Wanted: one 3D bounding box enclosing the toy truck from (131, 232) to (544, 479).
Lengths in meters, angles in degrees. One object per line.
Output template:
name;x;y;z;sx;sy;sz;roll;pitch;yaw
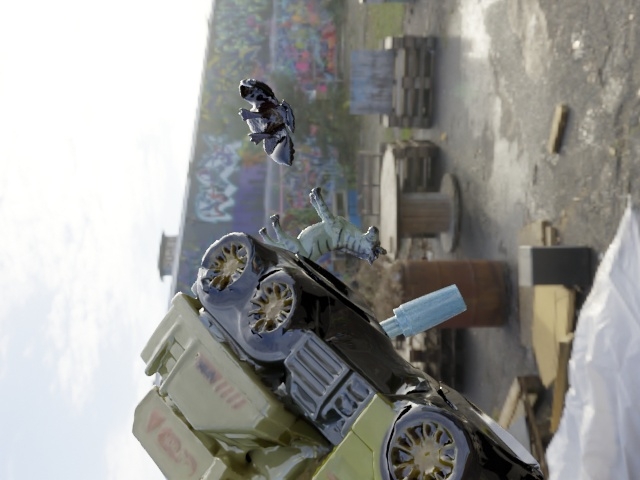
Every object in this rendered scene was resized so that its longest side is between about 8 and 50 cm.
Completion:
toy truck;-0.011;0.175;0.605;0.405;0.254;0.180;37;179;42

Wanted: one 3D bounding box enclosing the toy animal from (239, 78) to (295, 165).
toy animal;-0.113;-0.280;1.563;0.179;0.116;0.218;-99;-17;-68

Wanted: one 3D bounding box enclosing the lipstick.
lipstick;0.166;0.173;1.417;0.061;0.274;0.068;57;-171;-60

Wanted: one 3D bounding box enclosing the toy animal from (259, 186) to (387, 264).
toy animal;0.002;-0.001;1.294;0.176;0.217;0.073;59;-167;2
